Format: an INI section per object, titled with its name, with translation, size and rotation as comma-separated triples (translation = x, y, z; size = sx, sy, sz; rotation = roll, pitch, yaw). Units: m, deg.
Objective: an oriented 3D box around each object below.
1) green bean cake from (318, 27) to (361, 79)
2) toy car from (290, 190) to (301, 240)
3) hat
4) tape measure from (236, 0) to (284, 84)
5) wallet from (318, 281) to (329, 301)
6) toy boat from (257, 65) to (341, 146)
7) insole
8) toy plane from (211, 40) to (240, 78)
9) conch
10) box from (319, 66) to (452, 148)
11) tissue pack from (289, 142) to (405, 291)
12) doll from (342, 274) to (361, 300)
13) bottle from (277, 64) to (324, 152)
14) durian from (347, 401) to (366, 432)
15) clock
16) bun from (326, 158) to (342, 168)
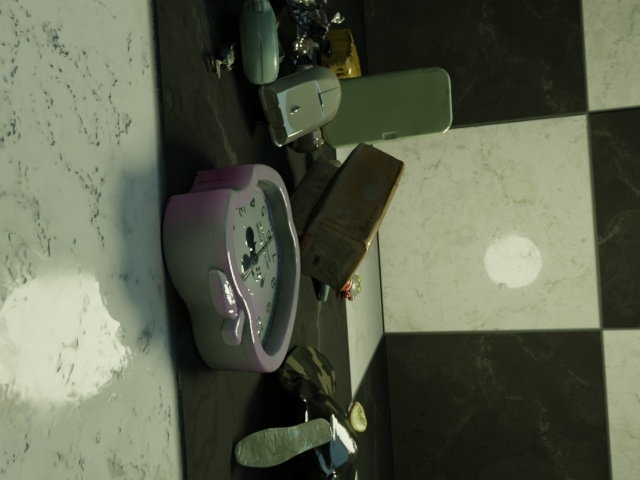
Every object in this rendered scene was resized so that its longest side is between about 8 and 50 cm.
[green bean cake]
translation = 0.078, -0.645, 1.804
size = 0.224, 0.131, 0.229
rotation = 66, 23, -53
[toy car]
translation = -0.029, -0.039, 1.289
size = 0.103, 0.063, 0.216
rotation = -22, 105, -56
[hat]
translation = 0.013, 0.411, 1.102
size = 0.382, 0.257, 0.366
rotation = -24, 113, -56
[tape measure]
translation = -0.107, -0.375, 0.847
size = 0.330, 0.084, 0.164
rotation = -132, -149, -80
[wallet]
translation = 0.031, 0.060, 1.515
size = 0.222, 0.036, 0.167
rotation = -76, 174, -52
[toy boat]
translation = -0.048, -0.308, 1.088
size = 0.269, 0.141, 0.140
rotation = -51, 137, -54
[insole]
translation = -0.062, 0.362, 0.866
size = 0.010, 0.192, 0.063
rotation = -41, -121, 52
[toy plane]
translation = -0.168, -0.324, 0.861
size = 0.120, 0.031, 0.049
rotation = -77, 168, -60
[conch]
translation = -0.056, -0.533, 1.052
size = 0.241, 0.186, 0.312
rotation = -20, 102, -78
[box]
translation = 0.154, -0.392, 1.415
size = 0.344, 0.352, 0.177
rotation = -112, -167, -72
[tissue pack]
translation = 0.038, -0.078, 1.175
size = 0.238, 0.239, 0.305
rotation = 75, 33, -42
[doll]
translation = 0.106, 0.161, 1.835
size = 0.245, 0.076, 0.142
rotation = 46, 43, -64
[bottle]
translation = -0.053, -0.326, 1.218
size = 0.097, 0.110, 0.209
rotation = 11, -68, 60
[durian]
translation = 0.134, 0.674, 1.832
size = 0.052, 0.066, 0.130
rotation = -46, 122, -74
[clock]
translation = -0.127, 0.042, 0.781
size = 0.338, 0.102, 0.338
rotation = -3, 90, -76
[bun]
translation = 0.015, -0.183, 1.494
size = 0.138, 0.094, 0.138
rotation = 174, -90, -66
